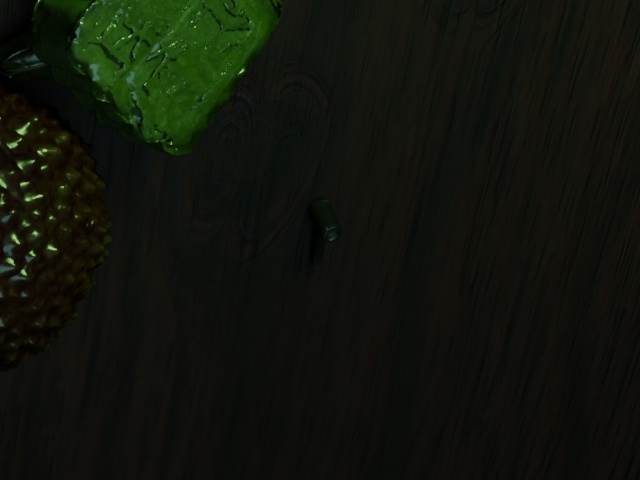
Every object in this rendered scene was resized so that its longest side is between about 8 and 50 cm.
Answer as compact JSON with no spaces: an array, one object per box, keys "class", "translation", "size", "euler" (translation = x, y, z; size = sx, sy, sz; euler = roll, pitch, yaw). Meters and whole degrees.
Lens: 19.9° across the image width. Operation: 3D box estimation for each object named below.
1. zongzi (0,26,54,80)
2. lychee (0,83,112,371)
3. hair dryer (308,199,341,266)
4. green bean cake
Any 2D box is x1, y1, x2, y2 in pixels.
[{"class":"zongzi","translation":[-0.256,-0.169,1.813],"size":[0.104,0.052,0.113],"euler":[-32,125,-1]},{"class":"lychee","translation":[-0.349,-0.011,1.724],"size":[0.330,0.306,0.306],"euler":[-22,130,-40]},{"class":"hair dryer","translation":[0.000,0.000,2.033],"size":[0.026,0.047,0.083],"euler":[-5,135,-20]},{"class":"green bean cake","translation":[-0.158,-0.209,1.762],"size":[0.214,0.113,0.200],"euler":[-54,131,-15]}]
